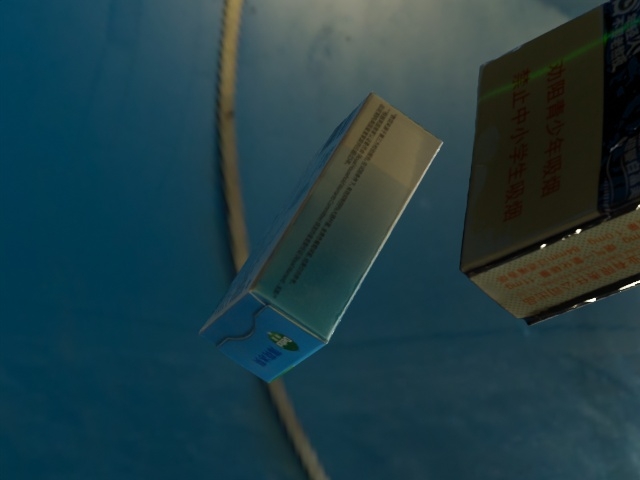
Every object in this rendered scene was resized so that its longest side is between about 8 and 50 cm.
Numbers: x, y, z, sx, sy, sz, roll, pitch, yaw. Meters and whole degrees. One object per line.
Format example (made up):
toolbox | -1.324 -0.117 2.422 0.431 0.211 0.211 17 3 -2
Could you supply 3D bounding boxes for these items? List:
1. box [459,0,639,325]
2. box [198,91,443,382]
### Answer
box | 0.239 -0.086 0.986 0.084 0.310 0.198 37 -135 -32
box | -0.001 0.000 1.146 0.073 0.139 0.194 34 -115 -6
